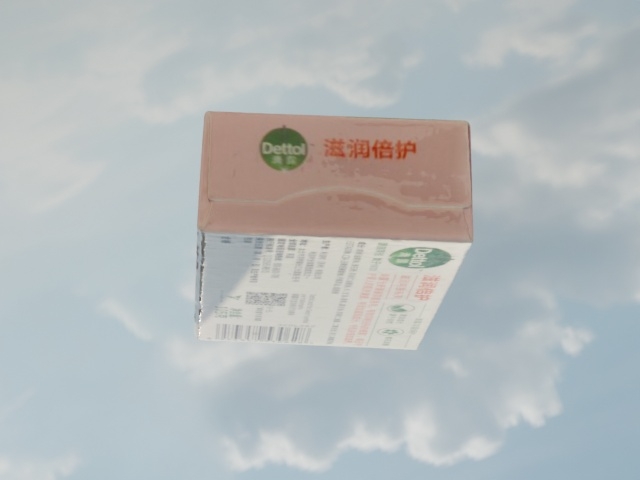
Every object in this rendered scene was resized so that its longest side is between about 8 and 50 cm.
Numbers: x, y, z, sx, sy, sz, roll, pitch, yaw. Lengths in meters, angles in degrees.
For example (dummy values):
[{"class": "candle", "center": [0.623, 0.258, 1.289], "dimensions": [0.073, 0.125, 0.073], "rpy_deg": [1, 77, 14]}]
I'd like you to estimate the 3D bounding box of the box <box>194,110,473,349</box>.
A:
[{"class": "box", "center": [0.000, 0.000, 0.540], "dimensions": [0.089, 0.043, 0.125], "rpy_deg": [3, 160, -6]}]
